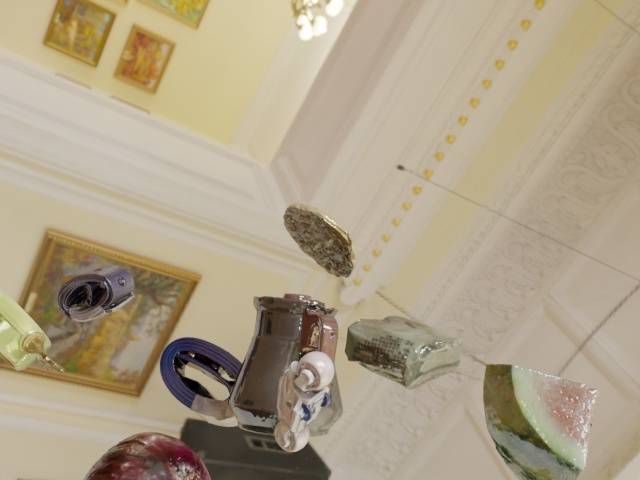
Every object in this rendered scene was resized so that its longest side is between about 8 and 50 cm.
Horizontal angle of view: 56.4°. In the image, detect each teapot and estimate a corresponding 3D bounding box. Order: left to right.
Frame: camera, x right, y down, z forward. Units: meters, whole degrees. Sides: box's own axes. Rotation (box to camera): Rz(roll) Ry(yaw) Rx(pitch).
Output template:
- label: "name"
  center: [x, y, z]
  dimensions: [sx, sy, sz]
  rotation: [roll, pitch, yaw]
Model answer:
- label: "teapot"
  center: [-0.068, 0.319, 1.572]
  dimensions: [0.376, 0.306, 0.361]
  rotation: [-14, -111, 63]

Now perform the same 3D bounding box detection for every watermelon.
- label: "watermelon"
  center: [0.484, 0.396, 1.300]
  dimensions: [0.193, 0.232, 0.310]
  rotation: [80, -11, -71]

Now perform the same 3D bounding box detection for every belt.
- label: "belt"
  center: [-0.659, 0.155, 1.775]
  dimensions: [0.231, 0.139, 0.126]
  rotation: [-22, -175, 25]
- label: "belt"
  center: [-0.357, 0.449, 1.911]
  dimensions: [0.212, 0.347, 0.117]
  rotation: [-54, 157, -20]

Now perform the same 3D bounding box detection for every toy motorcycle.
- label: "toy motorcycle"
  center: [-0.044, 0.319, 1.204]
  dimensions: [0.112, 0.113, 0.254]
  rotation: [-110, -147, -54]

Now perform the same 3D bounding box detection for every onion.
- label: "onion"
  center: [-0.370, 0.589, 1.337]
  dimensions: [0.282, 0.336, 0.260]
  rotation: [-34, -168, 24]

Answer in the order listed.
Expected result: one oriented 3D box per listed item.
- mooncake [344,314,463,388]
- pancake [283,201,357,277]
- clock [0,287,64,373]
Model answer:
- label: "mooncake"
  center: [0.216, 0.294, 1.573]
  dimensions: [0.254, 0.250, 0.136]
  rotation: [18, -75, 42]
- label: "pancake"
  center: [-0.001, 0.000, 1.738]
  dimensions: [0.049, 0.282, 0.282]
  rotation: [-51, -163, -27]
- label: "clock"
  center: [-0.730, 0.208, 1.389]
  dimensions: [0.235, 0.308, 0.096]
  rotation: [-8, -146, 52]
